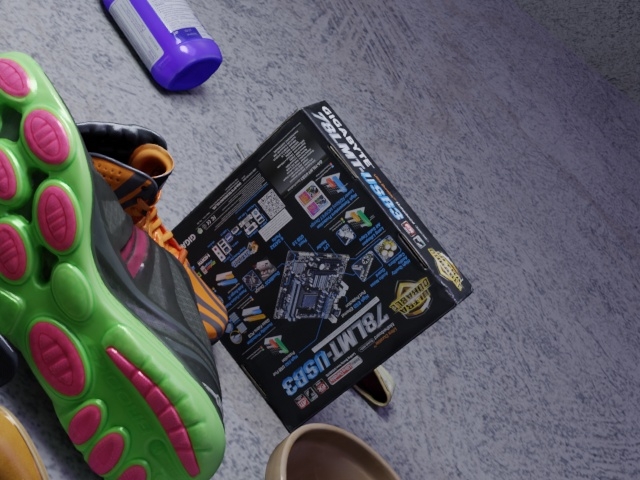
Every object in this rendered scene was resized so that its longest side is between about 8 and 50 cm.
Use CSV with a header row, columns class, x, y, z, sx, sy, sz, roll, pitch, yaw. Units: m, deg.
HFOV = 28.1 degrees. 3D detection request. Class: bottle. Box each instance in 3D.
class,x,y,z,sx,sy,sz,roll,pitch,yaw
bottle,-0.261,-0.354,1.898,0.283,0.092,0.118,55,27,10

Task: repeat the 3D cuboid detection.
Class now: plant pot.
class,x,y,z,sx,sy,sz,roll,pitch,yaw
plant pot,0.009,0.330,1.411,0.237,0.110,0.237,35,31,-25

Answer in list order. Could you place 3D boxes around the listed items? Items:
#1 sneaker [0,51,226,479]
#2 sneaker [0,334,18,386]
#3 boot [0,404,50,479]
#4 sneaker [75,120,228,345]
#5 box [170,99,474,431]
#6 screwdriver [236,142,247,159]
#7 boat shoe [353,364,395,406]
class,x,y,z,sx,sy,sz,roll,pitch,yaw
sneaker,-0.247,0.039,1.326,0.202,0.185,0.483,-57,123,-80
sneaker,-0.379,0.053,1.216,0.224,0.083,0.098,36,25,-23
boot,-0.367,0.171,1.046,0.295,0.104,0.211,52,30,5
sneaker,-0.199,-0.008,1.451,0.321,0.180,0.124,37,30,-23
box,-0.016,0.035,1.548,0.293,0.295,0.073,51,29,4
screwdriver,-0.084,-0.076,1.891,0.170,0.024,0.025,59,-2,23
boat shoe,0.052,0.173,1.742,0.135,0.050,0.045,42,22,-15
